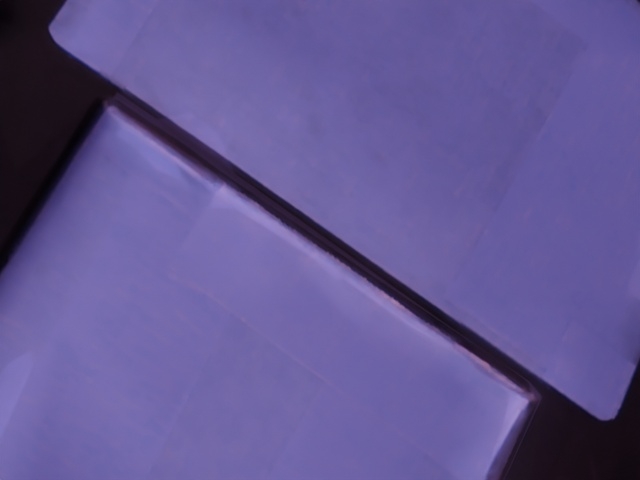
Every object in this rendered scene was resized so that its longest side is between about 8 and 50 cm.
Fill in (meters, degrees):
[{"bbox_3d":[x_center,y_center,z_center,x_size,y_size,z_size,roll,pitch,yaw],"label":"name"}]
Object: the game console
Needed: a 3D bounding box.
[{"bbox_3d":[0.000,0.000,0.642,0.386,0.060,0.342,35,61,-12],"label":"game console"}]
